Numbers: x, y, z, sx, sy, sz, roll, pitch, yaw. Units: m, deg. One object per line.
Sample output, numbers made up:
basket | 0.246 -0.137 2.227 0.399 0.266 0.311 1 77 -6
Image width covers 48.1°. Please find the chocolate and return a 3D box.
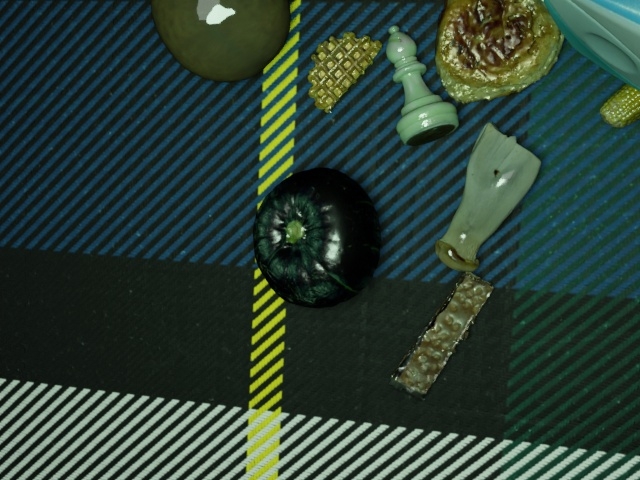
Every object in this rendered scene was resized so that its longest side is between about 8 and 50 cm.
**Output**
chocolate | 0.279 0.219 1.672 0.102 0.065 0.329 30 102 -7

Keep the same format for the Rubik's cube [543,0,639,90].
Rubik's cube | 0.657 -0.488 1.331 0.351 0.352 0.347 44 102 30

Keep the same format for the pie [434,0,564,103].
pie | 0.393 -0.446 1.572 0.308 0.085 0.308 1 95 11

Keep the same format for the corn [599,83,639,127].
corn | 0.739 -0.346 1.506 0.320 0.097 0.097 -35 88 14

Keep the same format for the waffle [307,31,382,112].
waffle | 0.051 -0.388 1.667 0.161 0.046 0.192 11 98 11

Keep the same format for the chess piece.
chess piece | 0.204 -0.359 1.612 0.139 0.139 0.271 -21 79 13

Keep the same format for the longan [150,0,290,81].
longan | -0.224 -0.511 1.597 0.319 0.319 0.319 1 95 11

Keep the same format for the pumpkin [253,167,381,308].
pumpkin | 0.000 0.000 1.624 0.315 0.238 0.315 -4 80 23

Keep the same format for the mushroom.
mushroom | 0.363 -0.089 1.608 0.159 0.122 0.328 37 103 44
